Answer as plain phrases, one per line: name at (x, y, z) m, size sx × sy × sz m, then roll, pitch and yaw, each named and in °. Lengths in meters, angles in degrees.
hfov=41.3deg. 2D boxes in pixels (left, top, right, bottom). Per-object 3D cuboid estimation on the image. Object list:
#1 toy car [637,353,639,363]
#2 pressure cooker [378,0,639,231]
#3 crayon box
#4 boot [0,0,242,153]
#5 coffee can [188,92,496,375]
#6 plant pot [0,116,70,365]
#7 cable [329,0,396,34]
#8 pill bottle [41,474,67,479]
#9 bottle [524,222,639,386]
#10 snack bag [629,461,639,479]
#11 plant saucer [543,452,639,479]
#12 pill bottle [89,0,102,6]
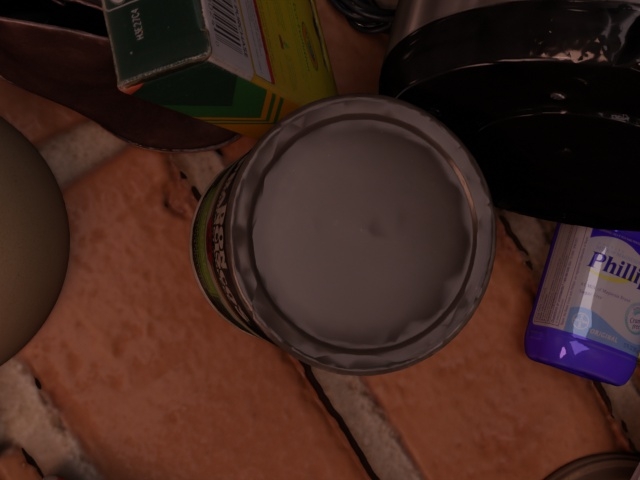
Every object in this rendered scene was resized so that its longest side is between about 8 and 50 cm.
toy car at (0.447, 0.177, 0.955) m, size 0.239 × 0.053 × 0.225 m, roll -5°, pitch 89°, yaw -14°
pressure cooker at (0.267, -0.250, 0.749) m, size 0.376 × 0.370 × 0.420 m, roll 11°, pitch 76°, yaw 11°
crayon box at (-0.077, -0.202, 0.729) m, size 0.081 × 0.318 × 0.202 m, roll -15°, pitch 83°, yaw 18°
boot at (-0.170, -0.142, 0.728) m, size 0.248 × 0.207 × 0.090 m, roll 15°, pitch 85°, yaw -13°
coffee can at (0.000, 0.000, 0.732) m, size 0.202 × 0.275 × 0.201 m, roll 1°, pitch 88°, yaw -14°
plant pot at (-0.355, -0.003, 0.686) m, size 0.284 × 0.191 × 0.284 m, roll 1°, pitch 88°, yaw -14°
cable at (0.064, -0.301, 0.881) m, size 0.150 × 0.047 × 0.184 m, roll -36°, pitch 101°, yaw -21°
pill bottle at (-0.173, 0.309, 0.758) m, size 0.221 × 0.124 × 0.124 m, roll 30°, pitch 82°, yaw -12°
bottle at (0.308, 0.007, 0.904) m, size 0.118 × 0.092 × 0.282 m, roll 21°, pitch 83°, yaw -18°
snack bag at (0.419, 0.366, 0.905) m, size 0.323 × 0.037 × 0.342 m, roll 35°, pitch 83°, yaw -16°
plant saucer at (0.324, 0.375, 0.926) m, size 0.278 × 0.041 × 0.277 m, roll 0°, pitch 89°, yaw -14°
pill bottle at (-0.183, -0.307, 0.781) m, size 0.108 × 0.108 × 0.180 m, roll 38°, pitch 79°, yaw -10°
